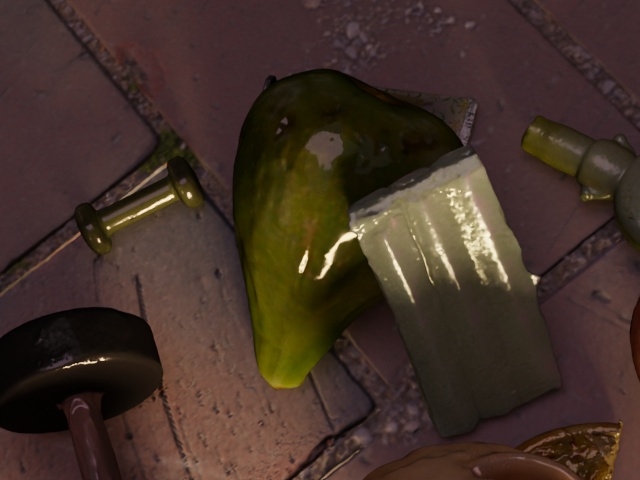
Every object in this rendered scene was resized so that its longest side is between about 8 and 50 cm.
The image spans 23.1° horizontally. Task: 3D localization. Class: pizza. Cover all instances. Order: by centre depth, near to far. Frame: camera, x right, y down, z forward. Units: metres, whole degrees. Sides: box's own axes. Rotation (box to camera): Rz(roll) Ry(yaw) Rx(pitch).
[{"bbox_3d":[0.204,0.203,1.271,0.123,0.026,0.108,-24,68,2],"label":"pizza"}]

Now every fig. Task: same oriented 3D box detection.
[{"bbox_3d":[0.000,0.000,1.330,0.206,0.206,0.275,29,100,21],"label":"fig"}]

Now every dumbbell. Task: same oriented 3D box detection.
[{"bbox_3d":[-0.187,0.180,1.296,0.152,0.152,0.218,-21,66,4],"label":"dumbbell"},{"bbox_3d":[-0.166,-0.032,1.435,0.118,0.046,0.052,-27,60,1],"label":"dumbbell"}]

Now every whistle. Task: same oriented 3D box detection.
[{"bbox_3d":[0.263,-0.056,1.342,0.198,0.057,0.104,30,77,20],"label":"whistle"}]

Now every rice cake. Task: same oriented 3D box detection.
[{"bbox_3d":[0.112,0.044,1.260,0.127,0.237,0.043,-24,29,1],"label":"rice cake"}]

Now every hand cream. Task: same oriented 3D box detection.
[{"bbox_3d":[0.042,-0.118,1.426,0.194,0.042,0.067,12,71,12],"label":"hand cream"}]

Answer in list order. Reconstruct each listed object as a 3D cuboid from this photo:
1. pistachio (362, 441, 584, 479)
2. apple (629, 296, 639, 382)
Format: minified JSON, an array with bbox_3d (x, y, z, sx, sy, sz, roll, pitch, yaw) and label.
[{"bbox_3d":[0.155,0.276,1.174,0.318,0.214,0.193,40,44,16],"label":"pistachio"},{"bbox_3d":[0.342,0.087,1.214,0.209,0.164,0.209,-9,68,22],"label":"apple"}]
